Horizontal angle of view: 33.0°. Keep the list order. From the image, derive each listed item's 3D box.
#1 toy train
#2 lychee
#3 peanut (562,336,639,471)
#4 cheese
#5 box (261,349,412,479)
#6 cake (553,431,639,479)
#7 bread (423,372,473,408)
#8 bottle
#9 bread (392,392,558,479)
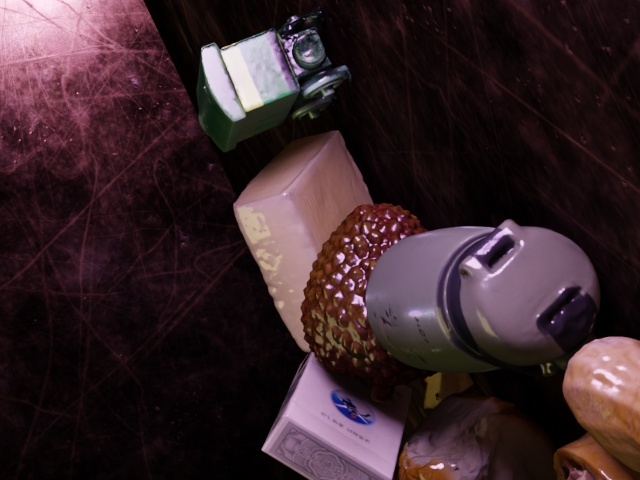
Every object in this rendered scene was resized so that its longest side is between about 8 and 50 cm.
[{"bbox_3d":[-0.075,-0.223,1.540,0.301,0.202,0.120,152,96,-81],"label":"toy train"},{"bbox_3d":[0.086,0.084,1.471,0.236,0.236,0.271,-179,82,-79],"label":"lychee"},{"bbox_3d":[0.299,0.155,0.909,0.117,0.101,0.263,40,176,-20],"label":"peanut"},{"bbox_3d":[0.000,0.000,1.663,0.124,0.242,0.265,-10,115,33],"label":"cheese"},{"bbox_3d":[0.031,0.246,1.491,0.164,0.069,0.256,32,-158,-1],"label":"box"},{"bbox_3d":[0.288,0.272,1.048,0.208,0.178,0.185,60,171,33],"label":"cake"},{"bbox_3d":[0.180,0.200,1.691,0.109,0.080,0.084,61,168,-3],"label":"bread"},{"bbox_3d":[0.170,0.064,1.153,0.168,0.168,0.347,63,166,-4],"label":"bottle"},{"bbox_3d":[0.211,0.346,1.480,0.250,0.225,0.279,69,162,-7],"label":"bread"}]
